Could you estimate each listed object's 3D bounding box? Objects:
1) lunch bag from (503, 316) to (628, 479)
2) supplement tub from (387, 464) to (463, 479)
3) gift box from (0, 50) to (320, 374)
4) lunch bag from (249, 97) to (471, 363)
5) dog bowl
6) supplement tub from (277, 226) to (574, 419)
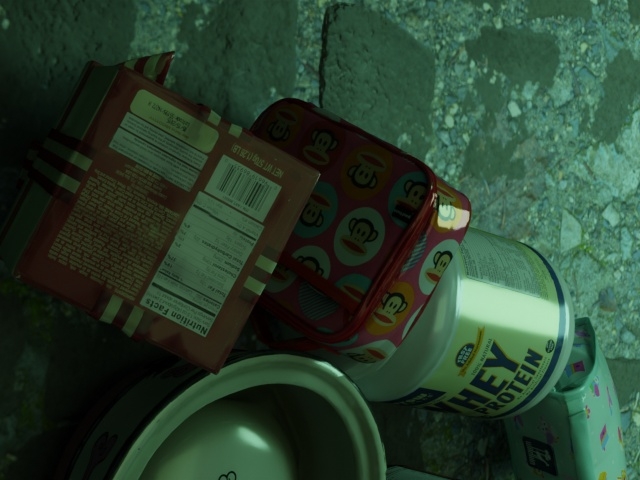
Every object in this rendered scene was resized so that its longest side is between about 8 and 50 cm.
[{"bbox_3d":[0.330,0.252,1.916,0.262,0.160,0.223,-82,161,-73],"label":"lunch bag"},{"bbox_3d":[0.140,0.381,1.714,0.193,0.316,0.193,-4,96,-41],"label":"supplement tub"},{"bbox_3d":[-0.155,-0.042,1.408,0.255,0.258,0.276,33,85,-18],"label":"gift box"},{"bbox_3d":[0.000,0.000,1.562,0.120,0.293,0.258,28,92,-48],"label":"lunch bag"},{"bbox_3d":[-0.122,0.301,1.554,0.408,0.150,0.408,-12,108,-38],"label":"dog bowl"},{"bbox_3d":[0.130,0.089,1.736,0.325,0.235,0.235,15,84,-42],"label":"supplement tub"}]
